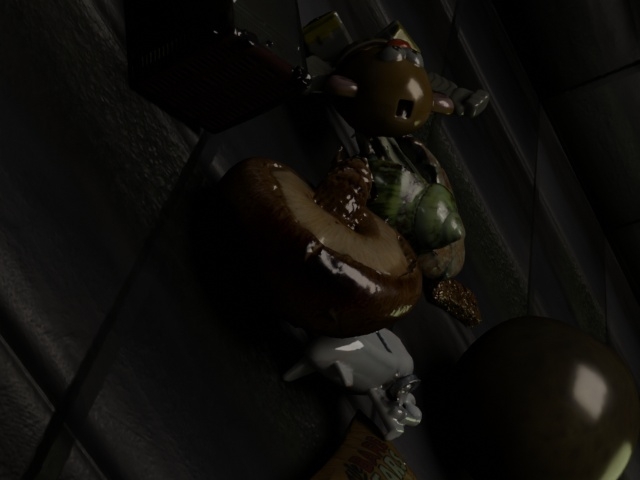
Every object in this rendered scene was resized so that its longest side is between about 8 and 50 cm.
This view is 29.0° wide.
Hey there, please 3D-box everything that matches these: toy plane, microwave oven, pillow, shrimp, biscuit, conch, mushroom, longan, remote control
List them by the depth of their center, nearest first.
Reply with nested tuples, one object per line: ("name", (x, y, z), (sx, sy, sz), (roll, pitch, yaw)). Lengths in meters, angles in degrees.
("pillow", (0.083, 0.392, 1.577), (0.312, 0.119, 0.310), (61, 21, -3))
("mushroom", (-0.006, 0.005, 1.586), (0.297, 0.163, 0.278), (34, 39, -8))
("microwave oven", (-0.129, -0.290, 1.589), (0.188, 0.178, 0.247), (27, 47, -48))
("toy plane", (0.046, 0.166, 1.696), (0.245, 0.117, 0.244), (45, 16, -16))
("conch", (0.136, -0.044, 1.992), (0.187, 0.181, 0.124), (65, 23, -48))
("longan", (0.369, 0.285, 2.084), (0.361, 0.361, 0.361), (47, 32, -42))
("shrimp", (0.159, -0.086, 2.161), (0.360, 0.085, 0.247), (53, 40, -28))
("remote control", (0.149, -0.121, 2.250), (0.221, 0.042, 0.078), (51, 30, -36))
("biscuit", (0.246, 0.106, 2.291), (0.199, 0.034, 0.064), (34, 41, -55))

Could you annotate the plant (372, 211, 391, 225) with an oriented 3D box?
("plant", (0.084, 0.023, 1.924), (0.094, 0.092, 0.143), (-51, 129, -32))

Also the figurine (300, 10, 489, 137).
("figurine", (0.092, -0.256, 1.981), (0.285, 0.343, 0.167), (-110, -171, -59))
